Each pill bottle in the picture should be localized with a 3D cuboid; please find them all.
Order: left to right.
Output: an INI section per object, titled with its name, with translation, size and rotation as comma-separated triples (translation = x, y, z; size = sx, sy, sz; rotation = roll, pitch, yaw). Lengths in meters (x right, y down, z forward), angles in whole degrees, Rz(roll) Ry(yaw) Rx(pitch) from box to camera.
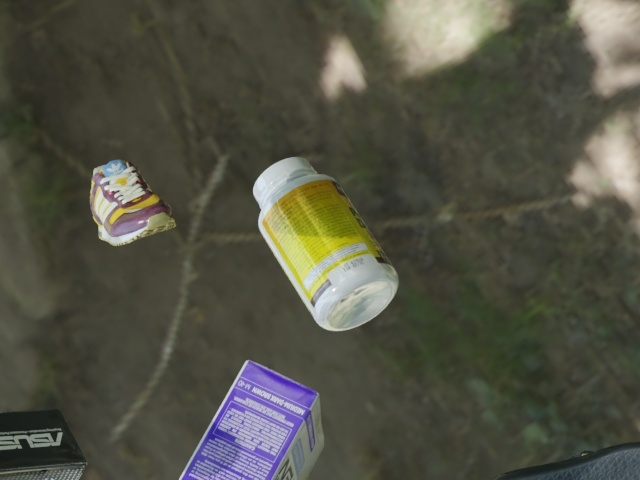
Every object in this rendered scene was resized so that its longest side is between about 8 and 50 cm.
[pill bottle]
translation = 0.000, 0.000, 2.225
size = 0.215, 0.117, 0.117
rotation = 57, 152, 29

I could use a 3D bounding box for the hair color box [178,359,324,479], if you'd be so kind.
[hair color box]
translation = -0.115, 0.332, 2.111
size = 0.110, 0.339, 0.185
rotation = 25, 158, 14

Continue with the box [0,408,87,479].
[box]
translation = -0.327, 0.241, 1.346
size = 0.270, 0.216, 0.060
rotation = -57, 49, 31

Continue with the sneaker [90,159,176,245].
[sneaker]
translation = -0.211, -0.044, 1.919
size = 0.185, 0.069, 0.084
rotation = 3, 110, 66

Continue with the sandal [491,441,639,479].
[sandal]
translation = 0.307, 0.276, 2.042
size = 0.054, 0.254, 0.097
rotation = -120, 27, -71
